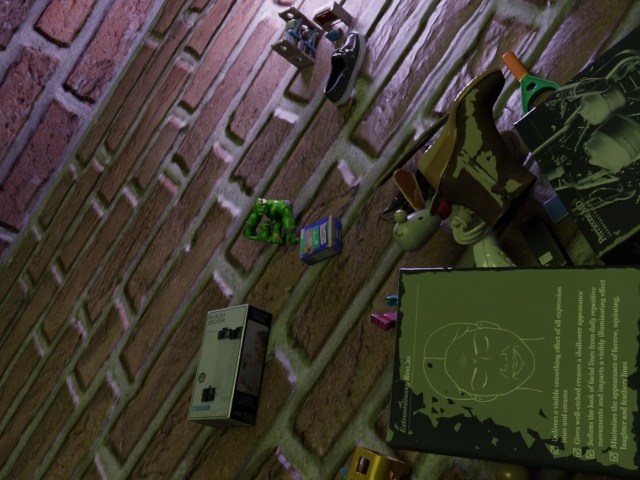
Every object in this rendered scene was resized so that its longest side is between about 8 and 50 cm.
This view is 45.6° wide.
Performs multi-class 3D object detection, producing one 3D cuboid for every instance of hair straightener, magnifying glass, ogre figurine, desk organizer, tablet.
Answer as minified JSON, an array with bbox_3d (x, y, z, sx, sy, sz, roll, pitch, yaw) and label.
[{"bbox_3d":[0.223,-0.116,1.721,0.230,0.047,0.089,-43,43,21],"label":"hair straightener"},{"bbox_3d":[0.447,-0.331,1.626,0.092,0.026,0.231,-42,43,23],"label":"magnifying glass"},{"bbox_3d":[-0.131,-0.053,2.034,0.197,0.096,0.118,8,92,64],"label":"ogre figurine"},{"bbox_3d":[0.426,0.016,1.426,0.047,0.050,0.130,-40,44,24],"label":"desk organizer"},{"bbox_3d":[0.473,-0.075,1.464,0.083,0.006,0.054,-41,44,24],"label":"tablet"}]

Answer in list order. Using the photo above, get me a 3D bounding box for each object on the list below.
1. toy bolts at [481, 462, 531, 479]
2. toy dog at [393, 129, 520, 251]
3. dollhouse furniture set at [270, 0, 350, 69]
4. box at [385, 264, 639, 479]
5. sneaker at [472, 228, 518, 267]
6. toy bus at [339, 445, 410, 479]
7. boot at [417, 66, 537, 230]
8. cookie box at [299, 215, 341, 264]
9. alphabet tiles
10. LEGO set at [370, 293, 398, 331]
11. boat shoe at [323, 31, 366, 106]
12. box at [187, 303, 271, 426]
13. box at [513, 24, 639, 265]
[{"bbox_3d":[0.335,0.427,1.188,0.228,0.218,0.159,14,72,31],"label":"toy bolts"},{"bbox_3d":[0.255,-0.145,1.543,0.220,0.161,0.334,-12,37,46],"label":"toy dog"},{"bbox_3d":[-0.030,-0.609,2.214,0.183,0.129,0.129,-11,60,43],"label":"dollhouse furniture set"},{"bbox_3d":[0.330,0.201,1.208,0.395,0.212,0.294,-2,77,33],"label":"box"},{"bbox_3d":[0.376,0.090,1.409,0.123,0.106,0.290,-30,58,24],"label":"sneaker"},{"bbox_3d":[0.088,0.499,1.465,0.191,0.104,0.202,-42,43,23],"label":"toy bus"},{"bbox_3d":[0.314,-0.167,1.381,0.207,0.090,0.248,40,104,30],"label":"boot"},{"bbox_3d":[0.000,0.000,1.898,0.107,0.040,0.092,-24,52,36],"label":"cookie box"},{"bbox_3d":[0.209,-0.203,1.703,0.198,0.009,0.237,-40,-5,-45],"label":"alphabet tiles"},{"bbox_3d":[0.215,0.165,1.551,0.227,0.093,0.087,29,122,46],"label":"LEGO set"},{"bbox_3d":[0.059,-0.482,2.086,0.080,0.076,0.229,5,72,48],"label":"boat shoe"},{"bbox_3d":[-0.228,0.316,1.922,0.169,0.087,0.290,-13,59,42],"label":"box"},{"bbox_3d":[0.554,-0.148,1.281,0.312,0.179,0.343,-40,44,23],"label":"box"}]
